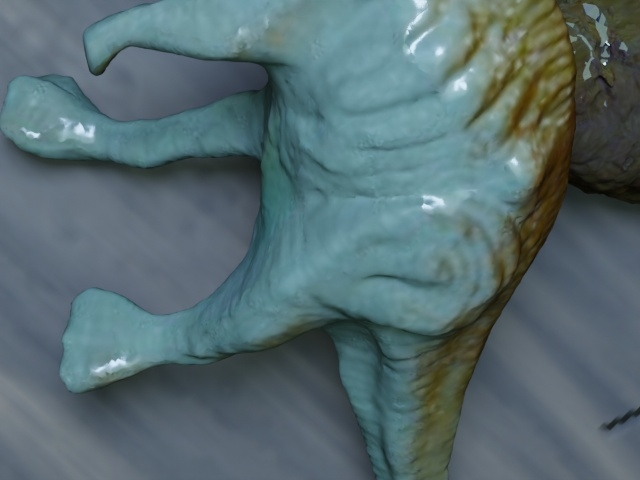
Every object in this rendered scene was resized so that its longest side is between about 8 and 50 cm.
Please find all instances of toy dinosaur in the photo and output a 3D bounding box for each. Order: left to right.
[{"bbox_3d":[0.000,0.000,0.573,0.205,0.092,0.393,-12,113,31],"label":"toy dinosaur"}]

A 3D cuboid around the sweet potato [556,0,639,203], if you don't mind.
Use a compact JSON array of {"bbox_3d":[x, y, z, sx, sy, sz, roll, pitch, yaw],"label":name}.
[{"bbox_3d":[0.055,-0.088,0.600,0.341,0.092,0.114,43,75,-9],"label":"sweet potato"}]
